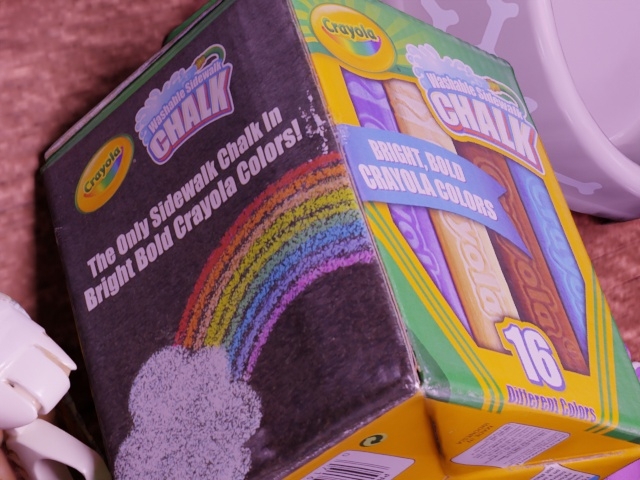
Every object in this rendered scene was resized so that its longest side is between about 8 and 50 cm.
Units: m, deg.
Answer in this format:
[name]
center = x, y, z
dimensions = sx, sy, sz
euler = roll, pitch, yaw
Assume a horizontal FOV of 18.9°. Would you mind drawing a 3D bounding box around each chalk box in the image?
[chalk box]
center = 0.000, 0.000, 0.909
dimensions = 0.179, 0.180, 0.289
euler = 19, 45, -45

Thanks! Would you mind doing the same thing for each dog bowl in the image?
[dog bowl]
center = 0.187, -0.175, 1.180
dimensions = 0.349, 0.102, 0.348
euler = -4, 95, -45

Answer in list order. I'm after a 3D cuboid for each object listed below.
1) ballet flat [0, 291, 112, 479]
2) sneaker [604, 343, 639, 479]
[ballet flat]
center = -0.133, 0.089, 0.888
dimensions = 0.077, 0.079, 0.221
euler = -46, 122, -32
[sneaker]
center = 0.127, 0.111, 1.116
dimensions = 0.282, 0.102, 0.161
euler = 53, 50, -61
